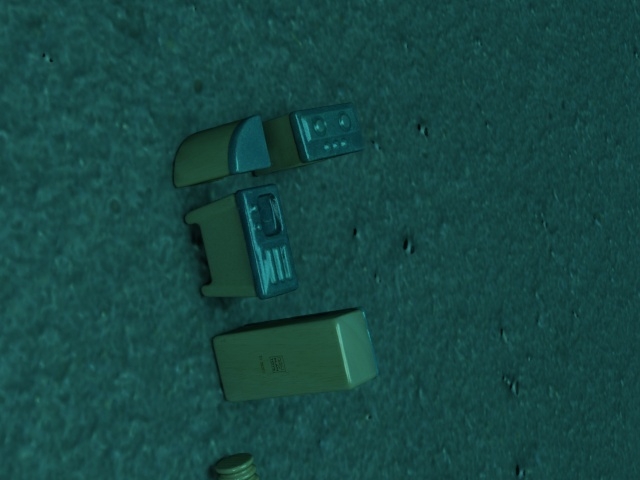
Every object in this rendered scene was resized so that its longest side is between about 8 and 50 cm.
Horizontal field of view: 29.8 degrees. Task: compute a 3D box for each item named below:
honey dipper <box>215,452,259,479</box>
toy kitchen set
[{"bbox_3d":[-0.045,0.238,0.900,0.030,0.030,0.161,-27,107,-51],"label":"honey dipper"},{"bbox_3d":[0.000,0.000,0.934,0.166,0.122,0.207,-16,95,-52],"label":"toy kitchen set"}]
